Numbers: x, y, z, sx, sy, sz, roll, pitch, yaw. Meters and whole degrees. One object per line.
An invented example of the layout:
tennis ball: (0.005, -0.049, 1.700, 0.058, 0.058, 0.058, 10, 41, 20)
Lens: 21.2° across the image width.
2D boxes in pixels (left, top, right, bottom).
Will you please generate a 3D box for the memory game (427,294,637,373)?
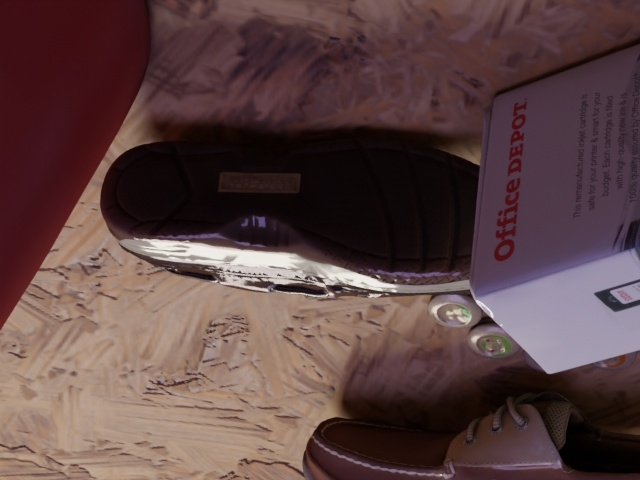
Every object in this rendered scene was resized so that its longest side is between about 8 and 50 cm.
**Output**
memory game: (0.151, 0.028, 1.087, 0.186, 0.012, 0.186, 7, 140, 6)

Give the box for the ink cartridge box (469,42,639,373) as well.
ink cartridge box: (0.190, -0.031, 0.902, 0.203, 0.148, 0.086, -19, 134, 32)

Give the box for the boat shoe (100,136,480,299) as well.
boat shoe: (0.002, -0.007, 1.033, 0.258, 0.095, 0.095, 9, 154, 12)

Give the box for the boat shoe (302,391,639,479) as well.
boat shoe: (0.147, 0.158, 1.181, 0.324, 0.123, 0.116, 10, 107, 15)

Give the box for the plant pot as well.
plant pot: (-0.248, -0.047, 0.914, 0.275, 0.243, 0.275, 7, 141, 5)
